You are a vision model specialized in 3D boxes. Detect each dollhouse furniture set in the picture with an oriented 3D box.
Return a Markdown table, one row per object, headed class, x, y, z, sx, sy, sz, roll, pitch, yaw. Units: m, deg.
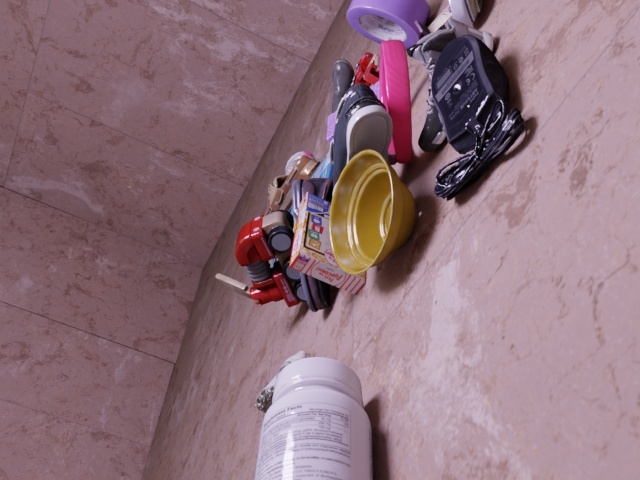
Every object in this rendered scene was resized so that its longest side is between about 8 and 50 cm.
| class | x | y | z | sx | sy | sz | roll | pitch | yaw |
| --- | --- | --- | --- | --- | --- | --- | --- | --- | --- |
| dollhouse furniture set | 0.266 | -0.416 | 1.283 | 0.081 | 0.091 | 0.114 | -42 | 54 | 30 |

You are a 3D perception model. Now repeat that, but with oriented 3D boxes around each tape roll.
| class | x | y | z | sx | sy | sz | roll | pitch | yaw |
| --- | --- | --- | --- | --- | --- | --- | --- | --- | --- |
| tape roll | 0.164 | -0.547 | 1.544 | 0.080 | 0.189 | 0.189 | -68 | 14 | -4 |

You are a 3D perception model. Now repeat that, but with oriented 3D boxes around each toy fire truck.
| class | x | y | z | sx | sy | sz | roll | pitch | yaw |
| --- | --- | --- | --- | --- | --- | --- | --- | --- | --- |
| toy fire truck | 0.140 | -0.487 | 1.825 | 0.135 | 0.047 | 0.192 | -48 | 22 | 51 |
| toy fire truck | -0.150 | 0.060 | 1.500 | 0.246 | 0.217 | 0.158 | -21 | 26 | 8 |

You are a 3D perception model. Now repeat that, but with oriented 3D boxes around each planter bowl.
| class | x | y | z | sx | sy | sz | roll | pitch | yaw |
| --- | --- | --- | --- | --- | --- | --- | --- | --- | --- |
| planter bowl | 0.103 | -0.044 | 1.117 | 0.217 | 0.090 | 0.217 | -24 | 63 | 59 |

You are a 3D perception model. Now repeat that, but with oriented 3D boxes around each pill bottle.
| class | x | y | z | sx | sy | sz | roll | pitch | yaw |
| --- | --- | --- | --- | --- | --- | --- | --- | --- | --- |
| pill bottle | -0.007 | 0.307 | 0.869 | 0.160 | 0.160 | 0.283 | -58 | 16 | 32 |

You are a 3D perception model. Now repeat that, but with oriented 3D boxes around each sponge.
| class | x | y | z | sx | sy | sz | roll | pitch | yaw |
| --- | --- | --- | --- | --- | --- | --- | --- | --- | --- |
| sponge | 0.102 | -0.326 | 1.584 | 0.210 | 0.031 | 0.117 | -31 | 31 | 27 |

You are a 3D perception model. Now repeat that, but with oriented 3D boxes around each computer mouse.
| class | x | y | z | sx | sy | sz | roll | pitch | yaw |
| --- | --- | --- | --- | --- | --- | --- | --- | --- | --- |
| computer mouse | 0.240 | -0.203 | 0.990 | 0.188 | 0.072 | 0.272 | -48 | 35 | 46 |

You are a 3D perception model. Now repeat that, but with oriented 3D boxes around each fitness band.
| class | x | y | z | sx | sy | sz | roll | pitch | yaw |
| --- | --- | --- | --- | --- | --- | --- | --- | --- | --- |
| fitness band | 0.144 | -0.274 | 1.257 | 0.290 | 0.054 | 0.209 | -88 | -7 | -54 |

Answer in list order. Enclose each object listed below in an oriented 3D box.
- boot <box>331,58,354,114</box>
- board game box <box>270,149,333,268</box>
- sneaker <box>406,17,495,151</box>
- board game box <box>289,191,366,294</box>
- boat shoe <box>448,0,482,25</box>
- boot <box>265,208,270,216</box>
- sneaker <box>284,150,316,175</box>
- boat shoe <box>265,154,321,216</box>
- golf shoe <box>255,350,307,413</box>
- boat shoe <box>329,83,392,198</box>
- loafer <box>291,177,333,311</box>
| class | x | y | z | sx | sy | sz | roll | pitch | yaw |
| --- | --- | --- | --- | --- | --- | --- | --- | --- | --- |
| boot | 0.058 | -0.408 | 1.874 | 0.208 | 0.076 | 0.189 | -74 | -17 | -52 |
| board game box | -0.021 | -0.050 | 1.654 | 0.336 | 0.079 | 0.253 | -51 | 20 | 45 |
| sneaker | 0.195 | -0.280 | 1.120 | 0.228 | 0.132 | 0.086 | -63 | 14 | 11 |
| board game box | 0.021 | 0.002 | 1.279 | 0.045 | 0.147 | 0.193 | -55 | 18 | 37 |
| boat shoe | 0.299 | -0.544 | 1.237 | 0.094 | 0.109 | 0.302 | -5 | 62 | 25 |
| boot | -0.161 | -0.072 | 2.221 | 0.152 | 0.073 | 0.197 | -57 | 19 | 18 |
| sneaker | -0.078 | -0.160 | 2.019 | 0.111 | 0.103 | 0.252 | -93 | 22 | -57 |
| boat shoe | -0.090 | -0.143 | 1.881 | 0.324 | 0.120 | 0.122 | -41 | 7 | 43 |
| golf shoe | -0.074 | 0.305 | 1.356 | 0.176 | 0.069 | 0.086 | -54 | -1 | 33 |
| boat shoe | 0.074 | -0.162 | 1.217 | 0.302 | 0.114 | 0.091 | 104 | 154 | -52 |
| loafer | 0.000 | 0.000 | 1.380 | 0.109 | 0.095 | 0.302 | 50 | -149 | -69 |
